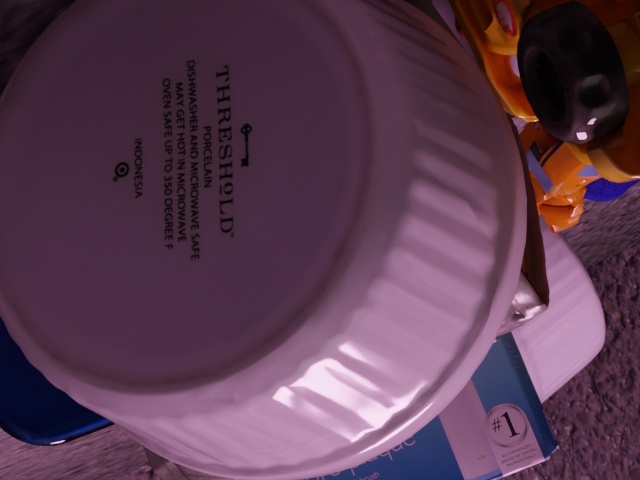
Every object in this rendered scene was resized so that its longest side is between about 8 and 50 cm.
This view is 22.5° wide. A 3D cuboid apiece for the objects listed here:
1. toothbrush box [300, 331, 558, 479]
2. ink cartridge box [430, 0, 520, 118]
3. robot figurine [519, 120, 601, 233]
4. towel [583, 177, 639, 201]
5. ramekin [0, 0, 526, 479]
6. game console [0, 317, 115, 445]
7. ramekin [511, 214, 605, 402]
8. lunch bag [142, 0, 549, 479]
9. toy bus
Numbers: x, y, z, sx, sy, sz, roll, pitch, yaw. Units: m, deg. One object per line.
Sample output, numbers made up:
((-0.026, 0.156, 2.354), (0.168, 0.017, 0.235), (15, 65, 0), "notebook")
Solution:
((0.037, 0.076, 1.309), (0.216, 0.295, 0.126), (-22, 172, 9), "toothbrush box")
((0.173, -0.173, 1.057), (0.160, 0.092, 0.219), (-25, 170, -22), "ink cartridge box")
((0.235, -0.109, 1.026), (0.211, 0.085, 0.291), (-26, 169, -24), "robot figurine")
((0.349, -0.165, 1.345), (0.308, 0.076, 0.227), (-39, -161, 51), "towel")
((-0.046, -0.020, 0.791), (0.273, 0.273, 0.127), (-31, 156, 15), "ramekin")
((-0.188, 0.077, 1.120), (0.293, 0.173, 0.250), (-16, 164, -48), "game console")
((0.194, 0.058, 1.803), (0.135, 0.277, 0.277), (-34, 172, -13), "ramekin")
((0.000, 0.000, 0.943), (0.235, 0.169, 0.287), (-31, -152, 15), "lunch bag")
((0.132, -0.130, 0.840), (0.149, 0.220, 0.211), (-21, 175, -18), "toy bus")
